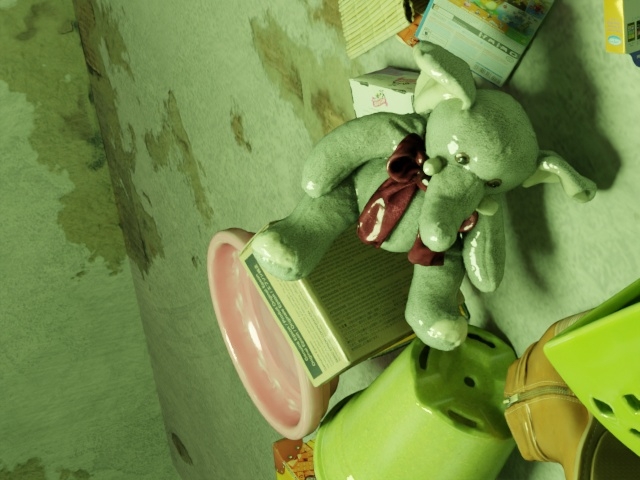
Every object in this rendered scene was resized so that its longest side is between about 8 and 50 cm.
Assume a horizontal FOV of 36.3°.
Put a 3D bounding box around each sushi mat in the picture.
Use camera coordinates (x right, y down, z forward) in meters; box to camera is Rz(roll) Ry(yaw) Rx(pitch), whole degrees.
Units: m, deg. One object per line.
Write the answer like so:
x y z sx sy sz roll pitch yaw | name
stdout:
0.057 -0.328 1.265 0.316 0.019 0.151 -165 58 -79 | sushi mat

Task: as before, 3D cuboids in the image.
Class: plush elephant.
0.133 -0.062 1.050 0.272 0.330 0.255 32 166 -10 | plush elephant

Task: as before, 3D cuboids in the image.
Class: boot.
0.128 -0.272 1.199 0.158 0.059 0.085 -129 25 -56 | boot
0.273 0.226 1.095 0.220 0.109 0.283 128 145 -60 | boot

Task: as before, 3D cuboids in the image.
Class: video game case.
0.179 -0.250 1.069 0.119 0.015 0.166 33 150 5 | video game case

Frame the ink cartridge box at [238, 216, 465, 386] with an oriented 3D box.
0.043 0.048 1.226 0.088 0.234 0.193 -43 74 46 | ink cartridge box

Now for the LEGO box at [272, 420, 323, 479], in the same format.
0.096 0.631 1.831 0.372 0.193 0.500 41 144 50 | LEGO box

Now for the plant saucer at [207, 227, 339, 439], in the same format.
-0.067 0.132 1.471 0.332 0.084 0.332 47 148 42 | plant saucer

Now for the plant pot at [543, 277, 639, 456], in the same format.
0.357 0.095 0.763 0.207 0.227 0.228 59 155 8 | plant pot

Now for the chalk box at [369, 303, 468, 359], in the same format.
0.059 0.087 1.487 0.179 0.180 0.289 68 156 5 | chalk box

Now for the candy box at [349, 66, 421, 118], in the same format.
0.121 -0.124 1.312 0.165 0.070 0.196 30 135 58 | candy box

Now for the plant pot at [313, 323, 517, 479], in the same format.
0.159 0.255 1.336 0.276 0.276 0.254 58 143 28 | plant pot

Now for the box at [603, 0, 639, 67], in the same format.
0.282 -0.222 0.844 0.028 0.081 0.136 33 137 56 | box
